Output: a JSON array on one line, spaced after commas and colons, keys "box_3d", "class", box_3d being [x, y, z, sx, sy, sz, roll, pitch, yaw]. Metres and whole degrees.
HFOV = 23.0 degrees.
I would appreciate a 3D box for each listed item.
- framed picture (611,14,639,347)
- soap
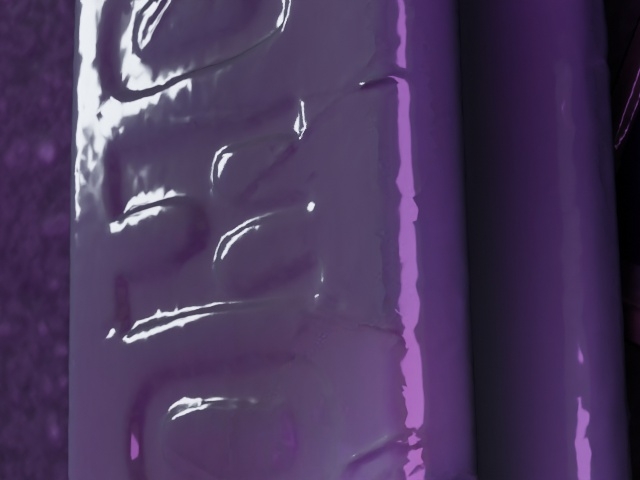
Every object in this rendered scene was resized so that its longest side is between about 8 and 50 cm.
[{"box_3d": [0.154, -0.078, 0.409, 0.189, 0.023, 0.260, 29, 101, 64], "class": "framed picture"}, {"box_3d": [0.000, 0.000, 0.483, 0.173, 0.095, 0.289, -12, 74, 47], "class": "soap"}]
